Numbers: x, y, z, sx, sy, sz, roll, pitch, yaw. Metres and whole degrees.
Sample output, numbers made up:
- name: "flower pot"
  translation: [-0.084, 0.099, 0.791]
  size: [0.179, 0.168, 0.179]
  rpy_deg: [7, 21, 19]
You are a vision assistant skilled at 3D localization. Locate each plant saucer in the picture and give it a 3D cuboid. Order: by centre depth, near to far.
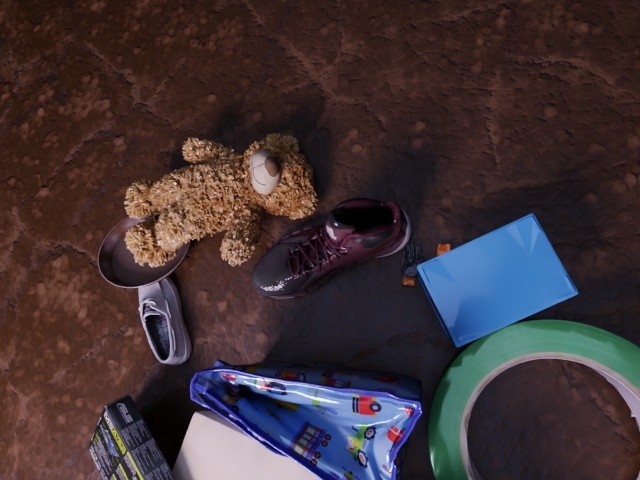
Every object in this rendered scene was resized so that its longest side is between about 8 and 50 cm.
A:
- name: "plant saucer"
  translation: [-0.309, 0.016, 0.789]
  size: [0.168, 0.029, 0.169]
  rpy_deg: [-4, 55, 6]

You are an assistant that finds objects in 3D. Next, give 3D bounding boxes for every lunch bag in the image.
- name: "lunch bag"
  translation: [-0.020, 0.216, 0.601]
  size: [0.293, 0.221, 0.138]
  rpy_deg: [15, 82, 16]

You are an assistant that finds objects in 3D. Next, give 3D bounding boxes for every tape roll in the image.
- name: "tape roll"
  translation: [0.307, 0.265, 0.579]
  size: [0.320, 0.077, 0.322]
  rpy_deg: [-3, 80, 17]

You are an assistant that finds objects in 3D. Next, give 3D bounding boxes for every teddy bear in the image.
- name: "teddy bear"
  translation: [-0.179, -0.076, 0.737]
  size: [0.337, 0.113, 0.245]
  rpy_deg: [-2, 60, 13]

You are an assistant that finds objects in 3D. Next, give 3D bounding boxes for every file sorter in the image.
- name: "file sorter"
  translation: [0.238, 0.059, 0.630]
  size: [0.170, 0.104, 0.118]
  rpy_deg: [-25, 78, 4]

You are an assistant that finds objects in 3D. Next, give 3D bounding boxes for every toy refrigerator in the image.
- name: "toy refrigerator"
  translation: [-0.071, 0.345, 0.641]
  size: [0.269, 0.094, 0.102]
  rpy_deg: [13, 77, 22]

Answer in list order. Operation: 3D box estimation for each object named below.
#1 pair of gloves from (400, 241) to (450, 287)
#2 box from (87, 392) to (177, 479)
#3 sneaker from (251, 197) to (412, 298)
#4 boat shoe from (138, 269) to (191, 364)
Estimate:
- name: "pair of gloves"
  translation: [0.170, 0.040, 0.706]
  size: [0.083, 0.010, 0.074]
  rpy_deg: [2, 81, 15]
- name: "box"
  translation: [-0.284, 0.357, 0.673]
  size: [0.191, 0.045, 0.184]
  rpy_deg: [51, 128, 18]
- name: "sneaker"
  translation: [0.000, 0.000, 0.674]
  size: [0.281, 0.162, 0.107]
  rpy_deg: [-25, 74, 6]
- name: "boat shoe"
  translation: [-0.282, 0.128, 0.763]
  size: [0.066, 0.063, 0.184]
  rpy_deg: [-22, 74, 8]
